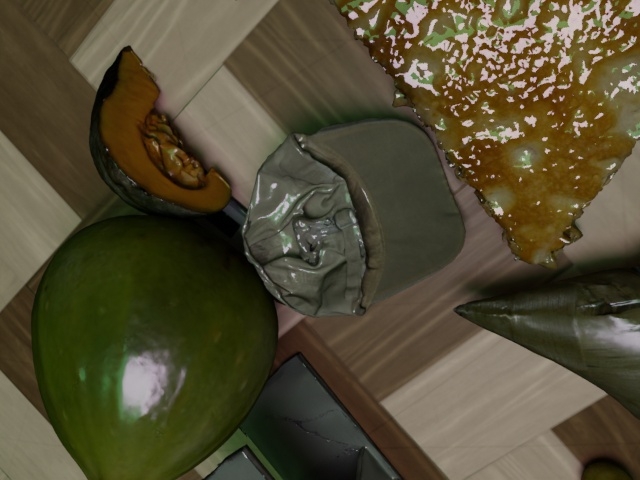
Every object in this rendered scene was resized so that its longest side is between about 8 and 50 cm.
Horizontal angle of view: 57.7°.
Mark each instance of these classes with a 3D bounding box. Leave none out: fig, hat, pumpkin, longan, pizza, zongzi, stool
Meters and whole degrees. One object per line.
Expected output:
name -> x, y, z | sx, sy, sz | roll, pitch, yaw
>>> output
fig -> -0.200, 0.137, 0.696 | 0.316, 0.316, 0.316 | 4, 105, 13
hat -> 0.040, -0.023, 0.705 | 0.149, 0.245, 0.214 | -24, 82, 50
pumpkin -> -0.253, -0.117, 0.743 | 0.111, 0.163, 0.278 | -38, 84, 25
longan -> 0.378, 0.327, 0.755 | 0.075, 0.083, 0.075 | -2, 66, 5
pizza -> 0.226, -0.161, 0.651 | 0.440, 0.130, 0.405 | 2, 119, 15
zongzi -> 0.367, 0.172, 0.673 | 0.361, 0.160, 0.322 | -14, 100, 17
stool -> -0.036, 0.343, 0.777 | 0.170, 0.243, 0.269 | -37, 93, 20

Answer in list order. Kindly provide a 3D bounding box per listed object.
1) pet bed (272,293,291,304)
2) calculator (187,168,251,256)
pet bed -> 0.000, 0.000, 0.776 | 0.201, 0.053, 0.201 | 1, 101, 5
calculator -> -0.200, 0.030, 0.855 | 0.161, 0.021, 0.261 | 39, 110, 1
